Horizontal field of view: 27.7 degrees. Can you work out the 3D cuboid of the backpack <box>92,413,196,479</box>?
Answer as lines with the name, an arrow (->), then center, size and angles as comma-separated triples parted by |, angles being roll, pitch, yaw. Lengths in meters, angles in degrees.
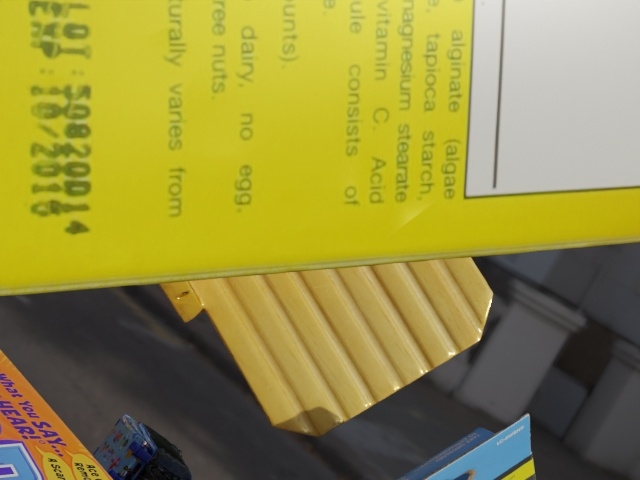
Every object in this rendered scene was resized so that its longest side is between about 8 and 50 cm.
backpack -> -0.267, 0.343, 1.757 | 0.117, 0.173, 0.158 | 41, -2, -20

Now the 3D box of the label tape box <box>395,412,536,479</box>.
label tape box -> 0.118, 0.326, 1.423 | 0.106, 0.240, 0.334 | 43, -25, 45

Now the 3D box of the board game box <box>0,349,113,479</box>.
board game box -> -0.488, 0.326, 1.362 | 0.356, 0.357, 0.356 | -7, 38, -47

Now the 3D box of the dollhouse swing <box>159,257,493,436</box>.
dollhouse swing -> 0.000, 0.000, 1.388 | 0.305, 0.347, 0.315 | 58, -6, 21

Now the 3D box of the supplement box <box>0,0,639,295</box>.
supplement box -> 0.009, -0.104, 0.476 | 0.356, 0.194, 0.195 | -4, 12, -25
